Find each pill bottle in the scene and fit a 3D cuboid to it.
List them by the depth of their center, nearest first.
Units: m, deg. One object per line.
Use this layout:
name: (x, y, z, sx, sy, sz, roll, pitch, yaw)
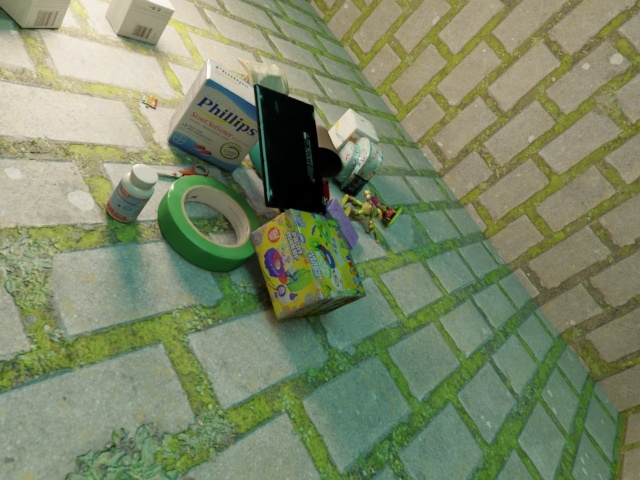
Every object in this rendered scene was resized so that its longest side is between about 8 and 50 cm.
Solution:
pill bottle: (-0.498, -0.127, 1.190, 0.087, 0.160, 0.087, 30, 36, -25)

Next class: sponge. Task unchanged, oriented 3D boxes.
sponge: (0.091, -0.069, 1.892, 0.210, 0.031, 0.117, 57, 30, -18)

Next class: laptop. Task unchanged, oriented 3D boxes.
laptop: (-0.122, -0.254, 1.521, 0.407, 0.236, 0.382, 3, 76, -49)

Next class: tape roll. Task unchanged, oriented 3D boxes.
tape roll: (-0.337, -0.056, 1.385, 0.321, 0.077, 0.321, 30, 37, -25)

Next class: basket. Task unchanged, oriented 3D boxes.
basket: (-0.005, -0.432, 2.121, 0.204, 0.154, 0.227, 27, 34, -33)

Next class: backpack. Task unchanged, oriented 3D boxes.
backpack: (0.183, -0.373, 2.173, 0.191, 0.253, 0.225, 30, 37, -26)

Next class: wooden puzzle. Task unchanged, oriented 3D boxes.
wooden puzzle: (-0.612, -0.499, 1.603, 0.049, 0.006, 0.083, 26, 38, -31)

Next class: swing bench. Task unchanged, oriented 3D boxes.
swing bench: (-0.280, -0.605, 1.876, 0.165, 0.254, 0.253, 53, 33, 9)

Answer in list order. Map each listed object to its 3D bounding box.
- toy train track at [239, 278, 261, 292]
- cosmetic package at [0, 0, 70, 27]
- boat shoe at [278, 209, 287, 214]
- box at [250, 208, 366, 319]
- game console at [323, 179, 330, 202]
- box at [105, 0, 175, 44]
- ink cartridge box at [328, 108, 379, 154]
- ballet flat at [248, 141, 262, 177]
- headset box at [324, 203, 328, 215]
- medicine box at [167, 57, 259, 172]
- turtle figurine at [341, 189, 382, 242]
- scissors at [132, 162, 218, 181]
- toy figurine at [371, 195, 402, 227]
toy train track: (-0.214, 0.136, 1.381, 0.083, 0.014, 0.048, 4, 52, -48)
cosmetic package: (-0.927, -0.799, 1.418, 0.183, 0.151, 0.151, 44, 31, -5)
boat shoe: (-0.114, -0.078, 1.704, 0.045, 0.050, 0.135, -25, 73, -44)
box: (-0.034, 0.079, 1.427, 0.279, 0.177, 0.290, 9, 57, -57)
game console: (-0.022, -0.210, 1.849, 0.144, 0.085, 0.124, -48, 134, -65)
box: (-0.707, -0.897, 1.755, 0.181, 0.182, 0.119, -11, 64, -53)
ink cartridge box: (0.153, -0.518, 2.313, 0.171, 0.232, 0.168, 21, 40, -35)
ballet flat: (-0.161, -0.266, 1.805, 0.342, 0.116, 0.124, 47, 12, -1)
headset box: (0.007, -0.142, 1.884, 0.062, 0.032, 0.083, -7, 67, -54)
medicine box: (-0.348, -0.426, 1.569, 0.263, 0.289, 0.149, 25, 39, -32)
turtle figurine: (0.209, -0.130, 2.075, 0.217, 0.087, 0.270, 9, 73, -30)
scissors: (-0.457, -0.207, 1.456, 0.109, 0.021, 0.297, 57, 32, 11)
toy figurine: (0.306, -0.165, 2.249, 0.159, 0.130, 0.173, 33, 12, -5)
